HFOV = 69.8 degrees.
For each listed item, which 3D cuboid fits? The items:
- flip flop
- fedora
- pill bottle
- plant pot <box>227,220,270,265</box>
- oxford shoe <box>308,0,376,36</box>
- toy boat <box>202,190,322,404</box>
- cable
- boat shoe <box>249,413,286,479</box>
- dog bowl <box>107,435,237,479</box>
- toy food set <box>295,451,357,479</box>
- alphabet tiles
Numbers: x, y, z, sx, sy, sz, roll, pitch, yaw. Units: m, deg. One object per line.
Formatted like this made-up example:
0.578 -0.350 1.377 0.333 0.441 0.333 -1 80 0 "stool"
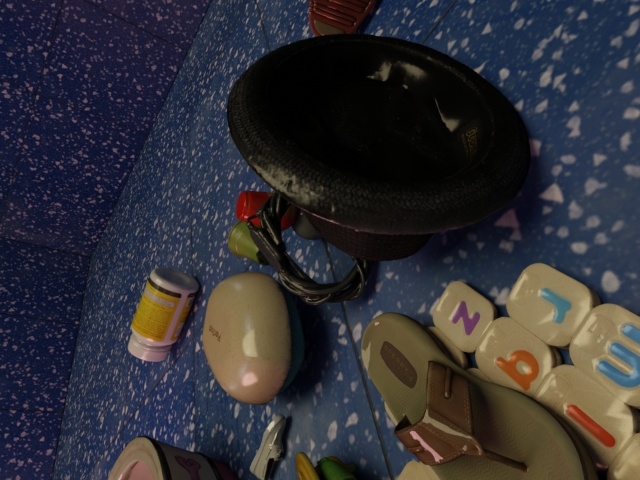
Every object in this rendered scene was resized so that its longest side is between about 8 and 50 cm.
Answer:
0.099 0.145 0.400 0.112 0.080 0.277 -66 30 10 "flip flop"
0.053 -0.095 0.514 0.152 0.335 0.333 96 164 -46 "fedora"
-0.389 0.182 1.126 0.119 0.119 0.208 37 105 57 "pill bottle"
-0.115 0.008 0.844 0.079 0.083 0.083 31 101 45 "plant pot"
0.075 -0.513 0.804 0.130 0.123 0.348 -94 27 -77 "oxford shoe"
-0.074 0.083 0.699 0.267 0.148 0.317 20 99 63 "toy boat"
0.000 0.000 0.617 0.184 0.151 0.047 49 159 15 "cable"
-0.068 0.302 0.664 0.035 0.035 0.100 27 94 30 "boat shoe"
-0.244 0.524 0.708 0.408 0.151 0.407 -32 49 45 "dog bowl"
0.041 0.303 0.468 0.218 0.071 0.128 -140 40 -61 "toy food set"
0.161 0.168 0.387 0.283 0.021 0.278 -64 30 12 "alphabet tiles"
